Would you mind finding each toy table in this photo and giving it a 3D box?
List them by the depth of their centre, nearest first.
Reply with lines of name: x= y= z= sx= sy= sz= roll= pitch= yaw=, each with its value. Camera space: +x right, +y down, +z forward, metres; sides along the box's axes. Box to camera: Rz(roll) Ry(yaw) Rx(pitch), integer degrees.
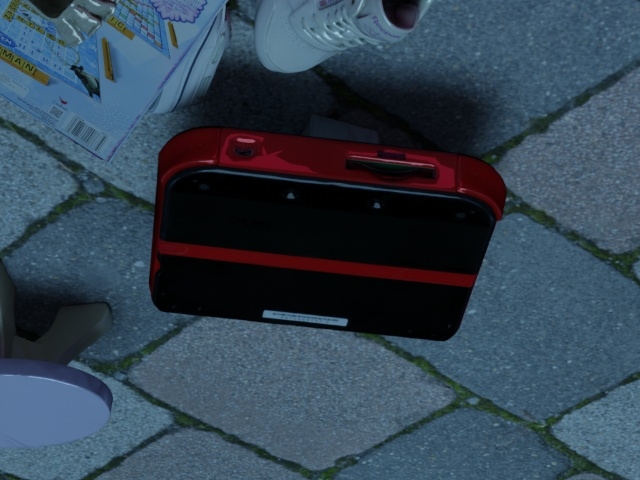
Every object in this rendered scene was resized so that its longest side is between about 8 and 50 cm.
toy table: x=-0.403 y=0.164 z=2.238 sx=0.274 sy=0.161 sz=0.252 roll=2 pitch=141 yaw=2

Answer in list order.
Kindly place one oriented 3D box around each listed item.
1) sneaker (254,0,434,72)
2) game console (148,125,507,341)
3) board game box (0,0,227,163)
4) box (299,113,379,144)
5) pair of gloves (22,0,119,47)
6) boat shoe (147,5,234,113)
sneaker: x=0.029 y=-0.248 z=1.713 sx=0.114 sy=0.152 sz=0.305 roll=25 pitch=137 yaw=-28
game console: x=0.000 y=0.000 z=1.944 sx=0.386 sy=0.060 sz=0.342 roll=7 pitch=148 yaw=-4
board game box: x=-0.273 y=-0.268 z=1.712 sx=0.319 sy=0.066 sz=0.318 roll=33 pitch=134 yaw=-12
box: x=0.010 y=-0.072 z=1.969 sx=0.087 sy=0.102 sz=0.101 roll=14 pitch=141 yaw=-17
pair of gloves: x=-0.236 y=-0.305 z=1.588 sx=0.204 sy=0.042 sz=0.240 roll=43 pitch=129 yaw=-19
boat shoe: x=-0.133 y=-0.230 z=1.817 sx=0.076 sy=0.083 sz=0.226 roll=-9 pitch=148 yaw=-34
